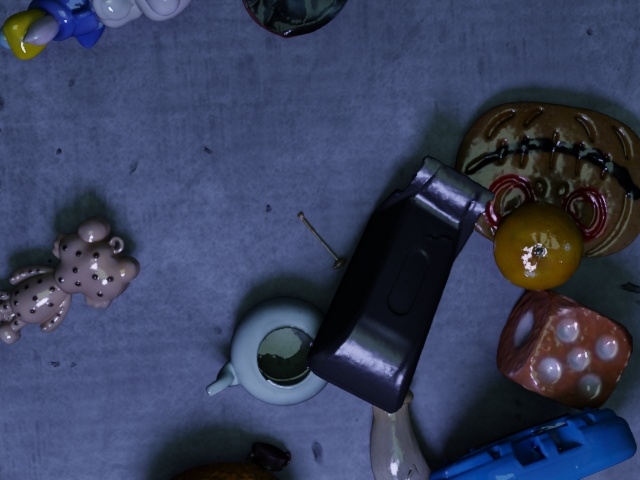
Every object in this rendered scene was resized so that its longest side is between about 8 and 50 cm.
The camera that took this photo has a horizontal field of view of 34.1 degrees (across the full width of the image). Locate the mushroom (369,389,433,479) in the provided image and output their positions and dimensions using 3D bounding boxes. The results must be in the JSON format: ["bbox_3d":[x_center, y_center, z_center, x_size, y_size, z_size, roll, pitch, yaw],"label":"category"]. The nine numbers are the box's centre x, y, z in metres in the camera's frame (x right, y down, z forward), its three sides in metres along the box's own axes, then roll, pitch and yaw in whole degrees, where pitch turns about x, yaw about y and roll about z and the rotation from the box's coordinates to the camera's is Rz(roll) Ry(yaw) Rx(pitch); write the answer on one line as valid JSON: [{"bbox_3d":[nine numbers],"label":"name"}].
[{"bbox_3d":[0.141,0.385,1.878,0.108,0.096,0.247,-14,93,5],"label":"mushroom"}]

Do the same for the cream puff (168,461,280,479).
[{"bbox_3d":[-0.176,0.515,1.803,0.303,0.212,0.303,-3,102,-14],"label":"cream puff"}]

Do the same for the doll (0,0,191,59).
[{"bbox_3d":[-0.340,-0.429,1.701,0.365,0.376,0.187,-15,101,16],"label":"doll"}]

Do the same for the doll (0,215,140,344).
[{"bbox_3d":[-0.453,0.070,1.804,0.278,0.119,0.154,-24,95,7],"label":"doll"}]

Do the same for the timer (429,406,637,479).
[{"bbox_3d":[0.353,0.382,1.786,0.340,0.309,0.115,-17,77,-10],"label":"timer"}]

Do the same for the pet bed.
[{"bbox_3d":[-0.047,-0.452,1.828,0.201,0.053,0.201,0,93,-6],"label":"pet bed"}]

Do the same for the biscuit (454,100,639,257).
[{"bbox_3d":[0.420,-0.088,1.890,0.367,0.063,0.314,8,92,-6],"label":"biscuit"}]

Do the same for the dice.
[{"bbox_3d":[0.432,0.193,1.856,0.179,0.174,0.175,22,91,-10],"label":"dice"}]

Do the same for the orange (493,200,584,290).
[{"bbox_3d":[0.377,0.011,1.806,0.156,0.124,0.156,0,93,5],"label":"orange"}]

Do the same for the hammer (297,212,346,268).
[{"bbox_3d":[0.000,0.000,1.882,0.029,0.014,0.123,-41,94,-10],"label":"hammer"}]

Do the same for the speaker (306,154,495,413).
[{"bbox_3d":[0.139,0.071,1.757,0.180,0.184,0.388,28,60,-6],"label":"speaker"}]

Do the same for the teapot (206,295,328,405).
[{"bbox_3d":[-0.062,0.195,1.830,0.294,0.129,0.193,-22,96,-3],"label":"teapot"}]

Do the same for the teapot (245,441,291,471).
[{"bbox_3d":[-0.093,0.394,1.874,0.100,0.068,0.045,18,96,-40],"label":"teapot"}]
